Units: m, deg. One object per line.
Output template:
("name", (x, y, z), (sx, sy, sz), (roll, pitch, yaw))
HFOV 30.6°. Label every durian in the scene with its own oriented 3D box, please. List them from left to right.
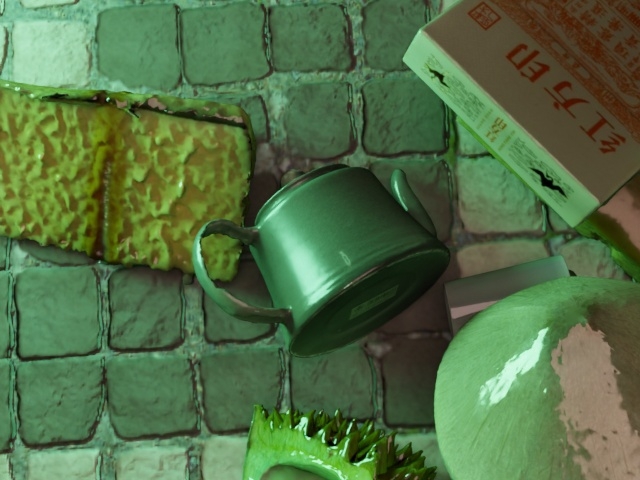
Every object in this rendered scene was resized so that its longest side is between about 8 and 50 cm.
("durian", (0.045, 0.309, 0.955), (0.198, 0.163, 0.394), (-16, 79, 3))

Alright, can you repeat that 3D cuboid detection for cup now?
("cup", (0.174, 0.072, 1.048), (0.116, 0.074, 0.104), (-11, 108, 3))

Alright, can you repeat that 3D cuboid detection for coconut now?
("coconut", (0.212, 0.145, 0.917), (0.237, 0.266, 0.237), (-14, 45, 14))

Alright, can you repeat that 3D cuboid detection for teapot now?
("teapot", (0.000, 0.000, 1.016), (0.239, 0.162, 0.149), (-20, 68, -30))

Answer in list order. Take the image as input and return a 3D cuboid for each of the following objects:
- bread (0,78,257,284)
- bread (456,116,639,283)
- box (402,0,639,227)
("bread", (-0.188, -0.079, 1.060), (0.266, 0.178, 0.142), (8, 48, 0))
("bread", (0.299, -0.042, 1.056), (0.361, 0.077, 0.138), (43, 82, 8))
("box", (0.260, -0.185, 1.024), (0.204, 0.051, 0.365), (46, 59, 8))
